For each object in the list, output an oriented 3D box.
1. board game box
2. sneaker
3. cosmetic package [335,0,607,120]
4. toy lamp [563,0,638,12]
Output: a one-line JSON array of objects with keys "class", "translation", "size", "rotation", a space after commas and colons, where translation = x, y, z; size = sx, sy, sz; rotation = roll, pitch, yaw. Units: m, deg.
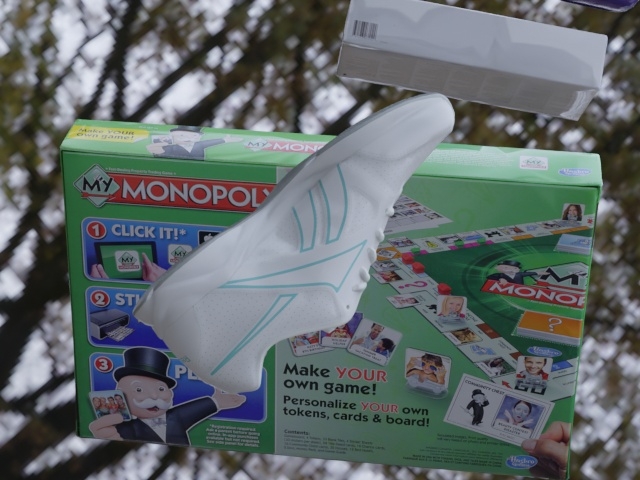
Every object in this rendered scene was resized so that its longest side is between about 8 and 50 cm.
[{"class": "board game box", "translation": [0.004, 0.039, 1.048], "size": [0.317, 0.046, 0.213], "rotation": [5, -61, 5]}, {"class": "sneaker", "translation": [0.000, 0.000, 0.675], "size": [0.061, 0.152, 0.054], "rotation": [50, -10, -2]}, {"class": "cosmetic package", "translation": [0.139, -0.174, 1.590], "size": [0.239, 0.060, 0.099], "rotation": [11, -16, -2]}, {"class": "toy lamp", "translation": [0.149, -0.266, 1.391], "size": [0.275, 0.080, 0.080], "rotation": [25, -29, -20]}]
